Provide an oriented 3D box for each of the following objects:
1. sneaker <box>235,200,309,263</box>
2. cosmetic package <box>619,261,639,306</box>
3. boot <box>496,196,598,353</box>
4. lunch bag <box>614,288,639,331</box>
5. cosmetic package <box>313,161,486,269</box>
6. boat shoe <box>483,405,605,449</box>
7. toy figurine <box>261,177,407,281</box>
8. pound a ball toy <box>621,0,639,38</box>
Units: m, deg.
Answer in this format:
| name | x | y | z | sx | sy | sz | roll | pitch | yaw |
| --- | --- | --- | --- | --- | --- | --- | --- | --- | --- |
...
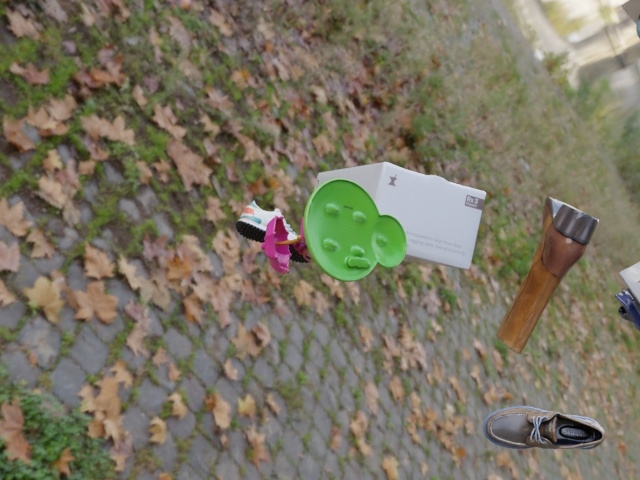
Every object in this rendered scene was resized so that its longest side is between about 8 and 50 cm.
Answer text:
| name | x | y | z | sx | sy | sz | roll | pitch | yaw |
| --- | --- | --- | --- | --- | --- | --- | --- | --- | --- |
| sneaker | -0.072 | -0.021 | 1.397 | 0.161 | 0.057 | 0.075 | 25 | 54 | -5 |
| cosmetic package | 0.682 | 0.129 | 1.140 | 0.097 | 0.284 | 0.377 | 44 | 19 | -47 |
| boot | 0.420 | 0.067 | 1.437 | 0.096 | 0.281 | 0.264 | 24 | 11 | -1 |
| lunch bag | 0.569 | 0.119 | 1.361 | 0.067 | 0.065 | 0.098 | 61 | 9 | -3 |
| cosmetic package | 0.130 | -0.048 | 1.499 | 0.217 | 0.385 | 0.156 | 14 | 89 | -16 |
| boat shoe | 0.347 | 0.289 | 1.175 | 0.066 | 0.183 | 0.066 | 77 | 13 | -76 |
| toy figurine | 0.000 | 0.000 | 1.012 | 0.173 | 0.159 | 0.130 | 12 | 75 | -37 |
| pound a ball toy | 0.606 | -0.274 | 1.194 | 0.319 | 0.135 | 0.208 | 51 | 4 | -2 |
